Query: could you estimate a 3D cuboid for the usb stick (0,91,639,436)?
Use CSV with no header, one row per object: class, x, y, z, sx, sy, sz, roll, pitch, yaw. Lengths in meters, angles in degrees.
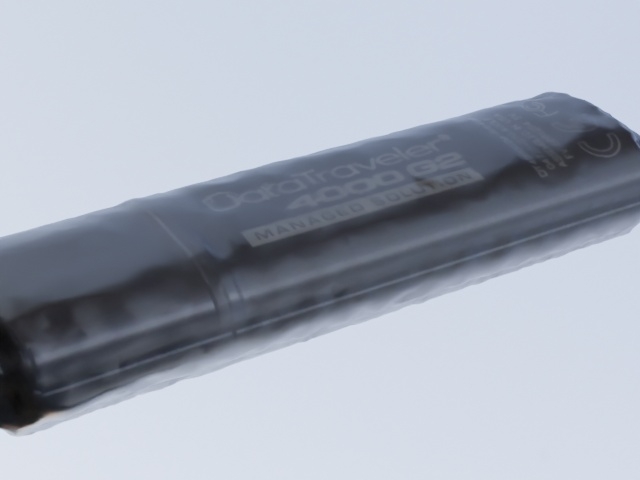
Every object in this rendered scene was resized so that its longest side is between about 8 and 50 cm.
usb stick,0.000,0.000,0.551,0.077,0.278,0.045,43,-41,41
